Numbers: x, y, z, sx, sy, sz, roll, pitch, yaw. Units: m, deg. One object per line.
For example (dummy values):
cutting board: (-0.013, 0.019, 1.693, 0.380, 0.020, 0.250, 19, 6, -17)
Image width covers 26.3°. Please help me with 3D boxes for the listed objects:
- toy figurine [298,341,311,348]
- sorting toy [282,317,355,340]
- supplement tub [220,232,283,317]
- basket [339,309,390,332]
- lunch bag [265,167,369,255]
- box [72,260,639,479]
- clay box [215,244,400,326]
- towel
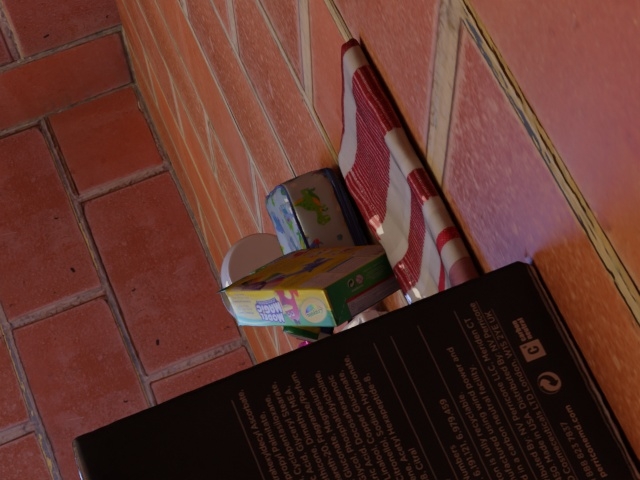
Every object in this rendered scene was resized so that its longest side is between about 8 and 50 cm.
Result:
toy figurine: (0.011, 0.241, 2.353, 0.173, 0.130, 0.159, 21, -122, -69)
sorting toy: (0.027, 0.121, 1.832, 0.274, 0.132, 0.046, 70, -146, -83)
supplement tub: (-0.104, 0.068, 2.410, 0.199, 0.144, 0.144, 112, 136, -77)
basket: (0.065, 0.161, 1.540, 0.167, 0.103, 0.113, -47, 57, 43)
lunch bag: (0.000, 0.000, 1.801, 0.219, 0.090, 0.176, 152, 97, -80)
box: (0.028, 0.226, 1.166, 0.293, 0.396, 0.212, 90, 157, -66)
clay box: (-0.012, 0.053, 1.600, 0.222, 0.127, 0.053, -5, 109, 53)
towel: (0.089, -0.016, 1.408, 0.237, 0.037, 0.329, 89, 158, -64)
